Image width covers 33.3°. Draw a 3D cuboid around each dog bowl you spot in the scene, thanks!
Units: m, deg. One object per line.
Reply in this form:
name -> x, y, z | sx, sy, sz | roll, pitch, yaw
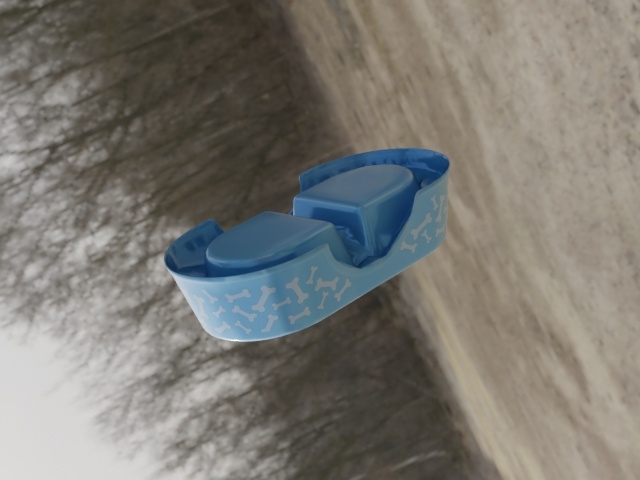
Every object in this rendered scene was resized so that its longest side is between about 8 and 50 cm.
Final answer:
dog bowl -> 0.000, 0.000, 0.984 | 0.166, 0.297, 0.074 | 11, 123, 48
